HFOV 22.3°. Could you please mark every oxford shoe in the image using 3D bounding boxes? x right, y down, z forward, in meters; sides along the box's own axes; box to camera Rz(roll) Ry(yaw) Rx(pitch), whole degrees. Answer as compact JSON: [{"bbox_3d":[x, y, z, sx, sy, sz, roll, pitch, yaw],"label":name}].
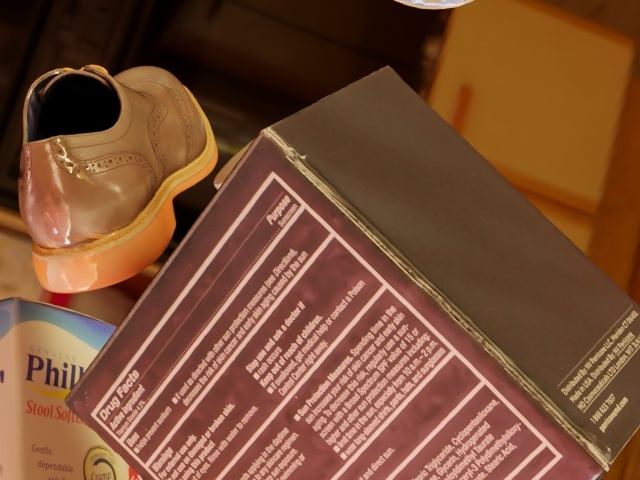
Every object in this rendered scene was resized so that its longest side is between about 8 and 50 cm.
[{"bbox_3d":[-0.165,-0.093,1.320,0.363,0.130,0.132,-89,-16,-66],"label":"oxford shoe"}]

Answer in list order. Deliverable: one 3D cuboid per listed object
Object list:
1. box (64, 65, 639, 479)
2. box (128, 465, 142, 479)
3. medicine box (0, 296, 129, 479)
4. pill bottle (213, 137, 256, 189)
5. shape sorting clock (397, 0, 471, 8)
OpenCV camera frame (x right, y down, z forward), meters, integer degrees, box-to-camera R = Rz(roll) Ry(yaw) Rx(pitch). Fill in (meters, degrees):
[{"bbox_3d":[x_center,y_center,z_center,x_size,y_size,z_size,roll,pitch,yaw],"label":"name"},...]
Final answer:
[{"bbox_3d":[0.034,0.094,1.110,0.296,0.294,0.183,-51,-9,35],"label":"box"},{"bbox_3d":[-0.151,0.242,1.840,0.300,0.142,0.154,-9,-47,-55],"label":"box"},{"bbox_3d":[-0.311,0.223,1.400,0.263,0.149,0.289,-15,70,27],"label":"medicine box"},{"bbox_3d":[0.000,0.000,1.477,0.117,0.208,0.117,-37,14,11],"label":"pill bottle"},{"bbox_3d":[0.129,-0.363,1.903,0.040,0.206,0.206,-80,16,-53],"label":"shape sorting clock"}]
